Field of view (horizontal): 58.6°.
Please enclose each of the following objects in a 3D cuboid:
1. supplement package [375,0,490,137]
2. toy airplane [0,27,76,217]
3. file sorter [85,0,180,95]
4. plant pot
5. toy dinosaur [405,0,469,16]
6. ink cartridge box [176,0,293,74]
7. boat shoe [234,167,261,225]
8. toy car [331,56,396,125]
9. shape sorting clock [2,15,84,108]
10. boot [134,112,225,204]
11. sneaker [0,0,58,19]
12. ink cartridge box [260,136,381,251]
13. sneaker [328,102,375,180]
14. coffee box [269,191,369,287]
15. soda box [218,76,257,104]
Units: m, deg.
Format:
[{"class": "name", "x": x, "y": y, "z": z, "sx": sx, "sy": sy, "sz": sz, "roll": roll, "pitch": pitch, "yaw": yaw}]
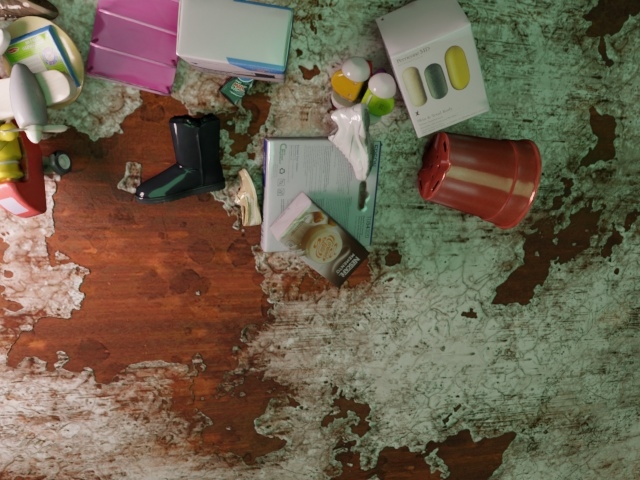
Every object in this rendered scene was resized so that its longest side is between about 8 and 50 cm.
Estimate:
[{"class": "supplement package", "x": 0.286, "y": -0.447, "z": 1.450, "sx": 0.200, "sy": 0.198, "sz": 0.262, "roll": -20, "pitch": 137, "yaw": 12}, {"class": "toy airplane", "x": -0.739, "y": -0.265, "z": 1.227, "sx": 0.385, "sy": 0.272, "sz": 0.386, "roll": 31, "pitch": 119, "yaw": -3}, {"class": "file sorter", "x": -0.407, "y": -0.494, "z": 1.294, "sx": 0.202, "sy": 0.182, "sz": 0.290, "roll": 11, "pitch": 107, "yaw": -21}, {"class": "plant pot", "x": 0.442, "y": -0.189, "z": 1.651, "sx": 0.265, "sy": 0.272, "sz": 0.272, "roll": 11, "pitch": 107, "yaw": -12}, {"class": "toy dinosaur", "x": 0.283, "y": -0.600, "z": 1.518, "sx": 0.160, "sy": 0.121, "sz": 0.313, "roll": 28, "pitch": 131, "yaw": -20}, {"class": "ink cartridge box", "x": -0.179, "y": -0.438, "z": 1.267, "sx": 0.223, "sy": 0.307, "sz": 0.128, "roll": 6, "pitch": 100, "yaw": -5}, {"class": "boat shoe", "x": -0.207, "y": -0.114, "z": 1.573, "sx": 0.059, "sy": 0.063, "sz": 0.169, "roll": -19, "pitch": 116, "yaw": -16}, {"class": "toy car", "x": 0.125, "y": -0.412, "z": 1.520, "sx": 0.182, "sy": 0.159, "sz": 0.136, "roll": 32, "pitch": 56, "yaw": 2}, {"class": "shape sorting clock", "x": -0.632, "y": -0.404, "z": 1.303, "sx": 0.207, "sy": 0.040, "sz": 0.206, "roll": 7, "pitch": 122, "yaw": 11}, {"class": "boot", "x": -0.369, "y": -0.214, "z": 1.463, "sx": 0.247, "sy": 0.094, "sz": 0.207, "roll": -14, "pitch": 118, "yaw": -19}, {"class": "sneaker", "x": -0.687, "y": -0.526, "z": 1.271, "sx": 0.189, "sy": 0.066, "sz": 0.071, "roll": 20, "pitch": 120, "yaw": -18}, {"class": "ink cartridge box", "x": -0.002, "y": -0.133, "z": 1.628, "sx": 0.331, "sy": 0.071, "sz": 0.323, "roll": -3, "pitch": 112, "yaw": -20}, {"class": "sneaker", "x": 0.082, "y": -0.263, "z": 1.532, "sx": 0.116, "sy": 0.090, "sz": 0.232, "roll": 3, "pitch": 130, "yaw": 18}, {"class": "coffee box", "x": 0.000, "y": 0.000, "z": 1.589, "sx": 0.247, "sy": 0.098, "sz": 0.141, "roll": 39, "pitch": 96, "yaw": -28}, {"class": "soda box", "x": -0.184, "y": -0.426, "z": 1.458, "sx": 0.169, "sy": 0.060, "sz": 0.053, "roll": -46, "pitch": 113, "yaw": 3}]
